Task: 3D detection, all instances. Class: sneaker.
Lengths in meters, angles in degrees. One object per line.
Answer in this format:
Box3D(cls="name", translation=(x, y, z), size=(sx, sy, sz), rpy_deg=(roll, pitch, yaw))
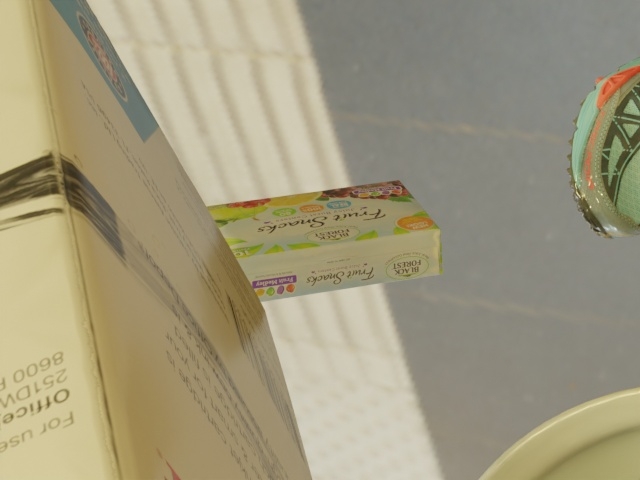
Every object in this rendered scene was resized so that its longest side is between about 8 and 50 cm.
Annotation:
Box3D(cls="sneaker", translation=(0.278, -0.101, 1.321), size=(0.104, 0.262, 0.125), rpy_deg=(53, 160, -19))

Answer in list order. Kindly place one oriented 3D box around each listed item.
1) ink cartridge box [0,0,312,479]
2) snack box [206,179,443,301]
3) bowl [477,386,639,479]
Box3D(cls="ink cartridge box", translation=(-0.109, 0.090, 0.764), size=(0.166, 0.395, 0.285), rpy_deg=(-25, 128, 4))
Box3D(cls="snack box", translation=(0.000, 0.000, 1.285), size=(0.141, 0.100, 0.037), rpy_deg=(-9, 114, -12))
Box3D(cls="bowl", translation=(0.207, 0.227, 1.073), size=(0.298, 0.297, 0.134), rpy_deg=(14, 180, 11))
